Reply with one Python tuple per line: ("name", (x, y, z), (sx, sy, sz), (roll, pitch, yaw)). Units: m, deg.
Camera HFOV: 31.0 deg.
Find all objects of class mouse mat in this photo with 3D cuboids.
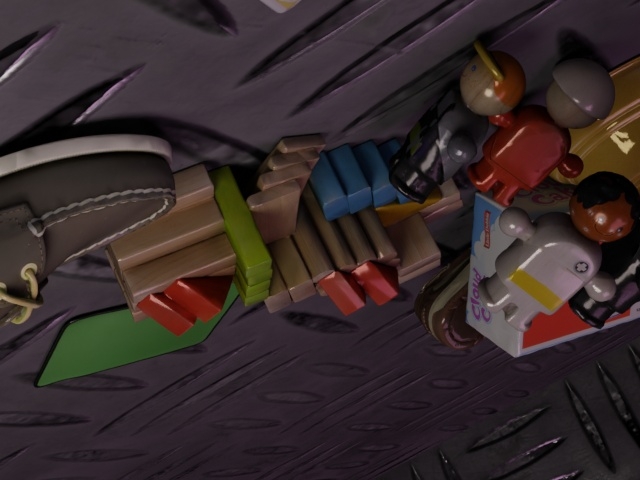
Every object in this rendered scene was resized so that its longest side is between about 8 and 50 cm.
("mouse mat", (-0.170, 0.087, 1.090), (0.190, 0.007, 0.152), (-12, 156, -32))

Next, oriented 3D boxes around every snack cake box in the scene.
("snack cake box", (0.286, 0.010, 1.218), (0.264, 0.089, 0.152), (-13, 119, -29))

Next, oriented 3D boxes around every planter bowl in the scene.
("planter bowl", (0.313, -0.094, 1.104), (0.217, 0.090, 0.217), (-23, 161, -8))

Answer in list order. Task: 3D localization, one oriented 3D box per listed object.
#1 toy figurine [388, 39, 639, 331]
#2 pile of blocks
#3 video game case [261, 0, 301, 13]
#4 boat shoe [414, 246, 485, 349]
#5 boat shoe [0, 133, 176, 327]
("toy figurine", (0.182, -0.045, 0.888), (0.210, 0.213, 0.148), (4, 136, -51))
("pile of blocks", (0.000, 0.000, 0.916), (0.362, 0.112, 0.149), (-12, 157, -35))
("video game case", (0.010, -0.204, 0.529), (0.206, 0.026, 0.227), (-32, 160, 17))
("boat shoe", (0.212, 0.017, 1.302), (0.257, 0.095, 0.095), (-33, -156, -14))
("boat shoe", (-0.224, 0.019, 0.710), (0.305, 0.091, 0.109), (-20, 160, -16))
